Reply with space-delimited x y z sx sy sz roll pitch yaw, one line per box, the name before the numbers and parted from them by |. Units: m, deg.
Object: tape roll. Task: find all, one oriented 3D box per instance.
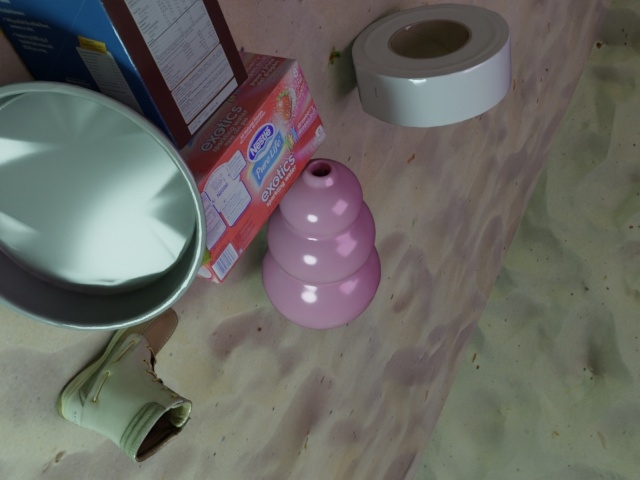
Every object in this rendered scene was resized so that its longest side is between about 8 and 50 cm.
tape roll | 0.201 -0.323 1.347 0.286 0.286 0.100 -49 142 -34

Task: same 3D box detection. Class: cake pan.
cake pan | -0.262 -0.035 0.791 0.054 0.293 0.293 -85 172 -60

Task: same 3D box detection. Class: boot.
boot | -0.231 0.189 1.018 0.213 0.165 0.077 -49 142 -31

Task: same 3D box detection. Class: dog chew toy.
dog chew toy | 0.000 0.000 1.221 0.206 0.206 0.332 -51 155 -32

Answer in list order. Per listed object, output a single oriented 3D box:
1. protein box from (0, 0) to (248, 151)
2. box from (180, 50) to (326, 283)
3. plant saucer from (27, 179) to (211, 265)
protein box | -0.221 -0.229 0.800 0.136 0.200 0.201 -54 144 -28
box | -0.139 -0.112 1.044 0.300 0.142 0.154 -57 146 -25
plant saucer | -0.248 -0.012 0.880 0.045 0.188 0.188 -88 166 -46
